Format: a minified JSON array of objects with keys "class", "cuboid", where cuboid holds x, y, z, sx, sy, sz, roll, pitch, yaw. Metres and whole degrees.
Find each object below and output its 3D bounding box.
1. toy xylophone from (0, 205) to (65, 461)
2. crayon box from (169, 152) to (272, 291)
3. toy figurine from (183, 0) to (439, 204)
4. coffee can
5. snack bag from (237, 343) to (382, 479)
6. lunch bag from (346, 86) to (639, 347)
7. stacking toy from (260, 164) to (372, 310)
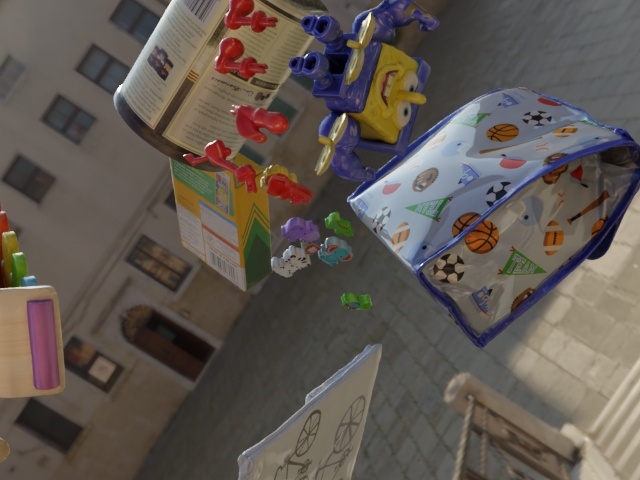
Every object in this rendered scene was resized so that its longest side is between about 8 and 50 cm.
[{"class":"toy xylophone","cuboid":[-0.365,0.095,0.990,0.323,0.081,0.236,39,130,53]},{"class":"crayon box","cuboid":[-0.196,-0.078,1.724,0.083,0.203,0.323,-36,-37,-31]},{"class":"toy figurine","cuboid":[0.033,-0.194,0.939,0.191,0.217,0.362,10,81,37]},{"class":"coffee can","cuboid":[-0.144,-0.267,1.269,0.275,0.201,0.201,-53,9,22]},{"class":"snack bag","cuboid":[-0.033,0.334,1.187,0.342,0.037,0.323,-31,-41,-53]},{"class":"lunch bag","cuboid":[0.290,-0.068,1.425,0.385,0.239,0.328,-43,32,1]},{"class":"stacking toy","cuboid":[0.000,0.000,1.326,0.052,0.221,0.167,-31,49,27]}]
